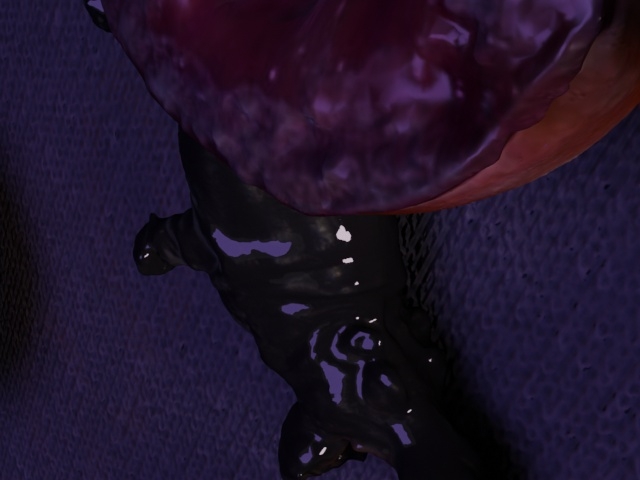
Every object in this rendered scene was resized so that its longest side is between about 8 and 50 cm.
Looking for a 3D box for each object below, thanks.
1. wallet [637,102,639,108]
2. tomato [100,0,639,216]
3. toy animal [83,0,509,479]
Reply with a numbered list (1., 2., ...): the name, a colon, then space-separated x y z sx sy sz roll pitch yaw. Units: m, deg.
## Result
1. wallet: 0.220 -0.074 0.410 0.232 0.025 0.119 -44 72 34
2. tomato: 0.046 -0.183 0.484 0.289 0.176 0.335 13 107 44
3. toy animal: -0.010 0.007 0.677 0.168 0.106 0.343 -12 101 43
